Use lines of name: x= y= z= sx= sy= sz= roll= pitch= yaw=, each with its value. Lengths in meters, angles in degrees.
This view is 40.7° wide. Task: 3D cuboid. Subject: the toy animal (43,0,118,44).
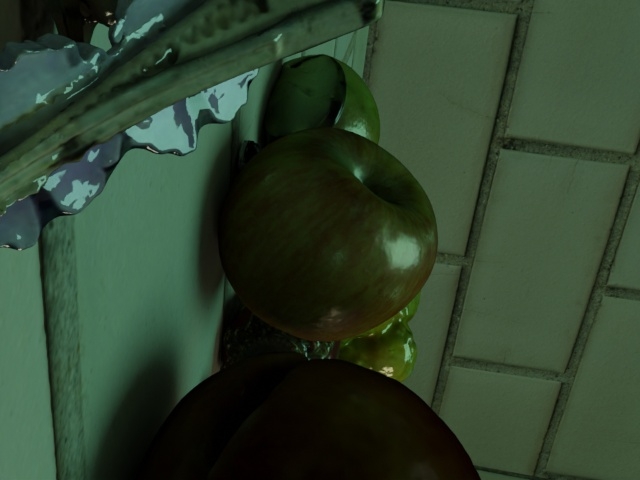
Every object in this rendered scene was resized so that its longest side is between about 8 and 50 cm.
toy animal: x=-0.101 y=-0.189 z=0.522 sx=0.170 sy=0.090 sz=0.255 roll=67 pitch=30 yaw=-72

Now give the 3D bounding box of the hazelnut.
hazelnut: x=-0.012 y=0.331 z=0.838 sx=0.402 sy=0.402 sz=0.429 roll=-21 pitch=128 yaw=-84

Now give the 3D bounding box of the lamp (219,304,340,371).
lamp: x=-0.051 y=0.150 z=1.265 sx=0.274 sy=0.177 sz=0.177 roll=-66 pitch=165 yaw=-79

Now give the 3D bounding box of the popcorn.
popcorn: x=0.068 y=0.091 z=1.657 sx=0.293 sy=0.292 sz=0.334 roll=106 pitch=3 yaw=-47

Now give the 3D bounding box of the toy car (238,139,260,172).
toy car: x=-0.091 y=-0.091 z=1.117 sx=0.093 sy=0.025 sz=0.041 roll=85 pitch=17 yaw=-59

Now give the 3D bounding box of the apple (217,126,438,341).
apple: x=0.000 y=0.000 z=1.047 sx=0.264 sy=0.264 sz=0.264 roll=10 pitch=90 yaw=-85

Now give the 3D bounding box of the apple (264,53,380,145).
apple: x=0.001 y=-0.166 z=1.277 sx=0.207 sy=0.174 sz=0.188 roll=119 pitch=-10 yaw=-52

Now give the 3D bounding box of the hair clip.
hair clip: x=-0.087 y=-0.075 z=0.426 sx=0.292 sy=0.084 sz=0.106 roll=-37 pitch=152 yaw=-22
